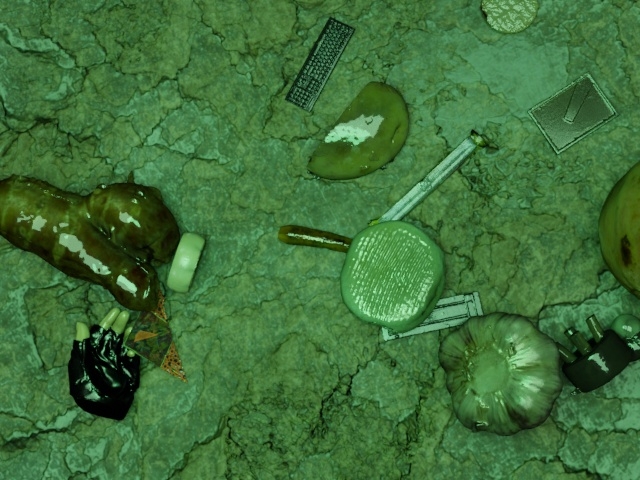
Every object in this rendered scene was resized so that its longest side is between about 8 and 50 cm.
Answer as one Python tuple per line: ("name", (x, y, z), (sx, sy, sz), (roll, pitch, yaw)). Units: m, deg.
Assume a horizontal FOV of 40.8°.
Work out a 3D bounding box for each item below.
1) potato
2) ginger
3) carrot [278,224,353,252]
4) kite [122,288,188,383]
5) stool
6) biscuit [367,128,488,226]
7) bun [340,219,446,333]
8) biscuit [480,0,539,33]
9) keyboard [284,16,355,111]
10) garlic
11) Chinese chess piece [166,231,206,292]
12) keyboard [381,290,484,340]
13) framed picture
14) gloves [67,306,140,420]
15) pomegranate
("potato", (0.089, -0.202, 1.713), (0.138, 0.098, 0.243), (36, 90, 4))
("ginger", (-0.469, -0.042, 1.706), (0.418, 0.176, 0.254), (22, 75, 6))
("carrot", (0.000, 0.000, 1.730), (0.170, 0.042, 0.042), (12, 86, 4))
("kite", (-0.341, 0.195, 1.711), (0.008, 0.125, 0.222), (-23, 82, 45))
("stool", (0.538, 0.202, 1.635), (0.217, 0.125, 0.121), (-35, 82, -9))
("biscuit", (0.217, -0.113, 1.730), (0.292, 0.026, 0.048), (-42, 88, 0))
("bun", (0.143, 0.070, 1.678), (0.221, 0.108, 0.221), (-1, 78, 5))
("biscuit", (0.385, -0.478, 1.752), (0.120, 0.015, 0.120), (0, 85, 4))
("keyboard", (-0.001, -0.363, 1.774), (0.063, 0.010, 0.198), (28, 88, 8))
("garlic", (0.343, 0.251, 1.630), (0.244, 0.160, 0.245), (-6, 77, 29))
("Chinese chess piece", (-0.266, 0.044, 1.704), (0.051, 0.122, 0.122), (19, 87, -4))
("keyboard", (0.220, 0.151, 1.714), (0.204, 0.013, 0.061), (-12, 84, 4))
("framed picture", (0.507, -0.256, 1.728), (0.149, 0.011, 0.109), (-32, 84, 1))
("gloves", (-0.424, 0.233, 1.709), (0.164, 0.124, 0.204), (30, 52, -28))
("pomegranate", (0.673, -0.032, 1.554), (0.342, 0.342, 0.343), (0, 85, 4))
